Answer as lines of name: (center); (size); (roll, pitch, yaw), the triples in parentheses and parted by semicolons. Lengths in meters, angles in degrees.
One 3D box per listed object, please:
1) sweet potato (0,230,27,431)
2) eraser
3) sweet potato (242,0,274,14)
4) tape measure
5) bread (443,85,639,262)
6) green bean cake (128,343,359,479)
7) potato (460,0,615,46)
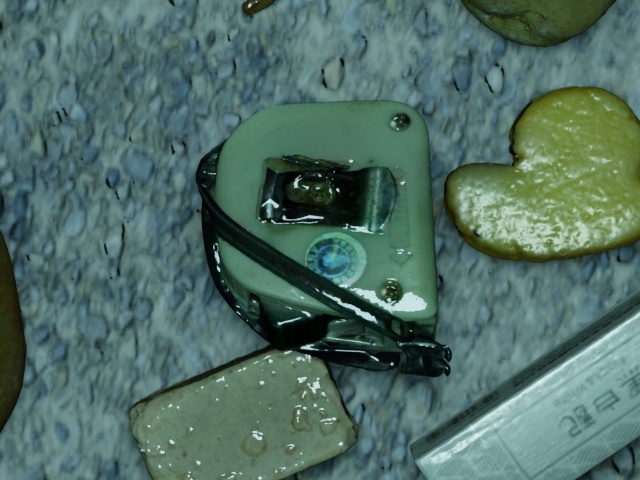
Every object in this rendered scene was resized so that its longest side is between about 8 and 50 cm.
sweet potato: (-0.321, 0.139, 1.674); (0.108, 0.079, 0.346); (27, 94, 29)
eraser: (0.269, 0.106, 1.647); (0.404, 0.098, 0.096); (-34, 92, 3)
sweet potato: (-0.015, -0.292, 1.667); (0.050, 0.050, 0.214); (17, 95, 1)
tape measure: (0.000, 0.000, 1.601); (0.207, 0.115, 0.235); (-1, 65, -2)
bread: (0.198, -0.053, 1.665); (0.188, 0.065, 0.149); (-9, 81, 4)
green bean cake: (-0.065, 0.158, 1.661); (0.179, 0.085, 0.109); (-22, 92, 1)
potato: (0.194, -0.267, 1.623); (0.157, 0.157, 0.194); (21, 79, 0)
